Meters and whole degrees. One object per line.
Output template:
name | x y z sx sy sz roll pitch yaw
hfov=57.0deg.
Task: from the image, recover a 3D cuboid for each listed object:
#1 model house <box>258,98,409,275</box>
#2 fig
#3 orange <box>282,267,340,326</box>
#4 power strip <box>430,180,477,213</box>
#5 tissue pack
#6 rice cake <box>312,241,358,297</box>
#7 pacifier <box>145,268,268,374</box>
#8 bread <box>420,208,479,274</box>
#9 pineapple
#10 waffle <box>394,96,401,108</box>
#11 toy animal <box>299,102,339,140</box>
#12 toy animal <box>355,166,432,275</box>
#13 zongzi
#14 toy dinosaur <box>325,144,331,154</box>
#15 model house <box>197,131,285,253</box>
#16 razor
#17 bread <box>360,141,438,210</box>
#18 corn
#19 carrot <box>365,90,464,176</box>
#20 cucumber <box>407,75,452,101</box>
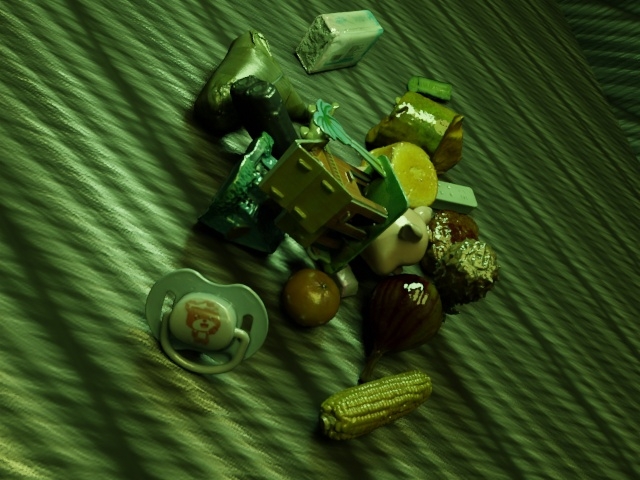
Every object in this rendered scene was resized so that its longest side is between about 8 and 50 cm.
model house | -0.024 -0.152 1.476 0.324 0.300 0.340 21 38 -41
fig | 0.201 0.250 1.590 0.217 0.217 0.320 35 67 -10
orange | -0.021 0.147 1.536 0.156 0.124 0.156 17 57 -27
power strip | 0.382 -0.165 2.048 0.385 0.062 0.091 8 55 -30
tissue pack | 0.067 -0.710 2.099 0.271 0.201 0.124 -26 75 -43
rice cake | 0.000 0.000 1.693 0.073 0.056 0.364 -18 73 -42
pacifier | -0.256 0.174 1.360 0.279 0.227 0.207 17 17 -1
bread | 0.417 0.023 1.899 0.247 0.135 0.232 5 60 -32
pineapple | 0.380 0.120 1.670 0.175 0.361 0.175 3 69 -8
waffle | 0.380 -0.436 2.224 0.238 0.059 0.243 11 55 -29
toy animal | -0.007 -0.372 1.905 0.103 0.101 0.218 14 54 -3
toy animal | 0.166 -0.056 1.671 0.237 0.269 0.326 -35 112 -65
zongzi | -0.188 -0.398 1.797 0.360 0.160 0.322 47 60 -36
toy dinosaur | 0.061 -0.199 1.866 0.251 0.072 0.200 36 39 3
model house | -0.149 -0.099 1.546 0.241 0.226 0.261 38 50 -15
razor | -0.127 -0.299 1.642 0.107 0.189 0.327 -43 131 -11
bread | 0.252 -0.180 1.847 0.269 0.146 0.268 9 73 -29
corn | 0.144 0.408 1.481 0.363 0.120 0.120 -9 67 -37
carrot | 0.344 -0.353 1.996 0.341 0.241 0.241 27 49 0
cucumber | 0.443 -0.610 2.383 0.211 0.062 0.078 1 95 -40
